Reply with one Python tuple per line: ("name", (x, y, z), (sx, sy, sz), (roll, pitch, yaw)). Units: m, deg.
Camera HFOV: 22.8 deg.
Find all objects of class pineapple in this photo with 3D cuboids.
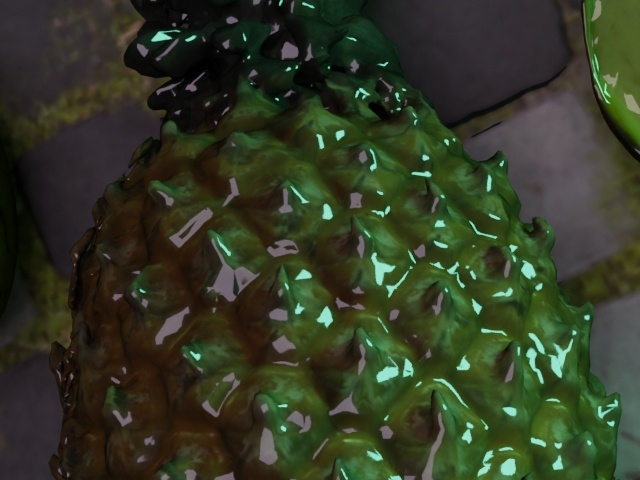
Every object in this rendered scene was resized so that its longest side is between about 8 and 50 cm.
("pineapple", (0.000, 0.000, 0.579), (0.202, 0.202, 0.362), (-10, 69, 13))

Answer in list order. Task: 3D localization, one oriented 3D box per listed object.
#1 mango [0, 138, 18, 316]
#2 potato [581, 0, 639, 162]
("mango", (-0.190, -0.023, 0.658), (0.119, 0.100, 0.178), (-25, 70, 15))
("potato", (0.221, -0.114, 0.551), (0.271, 0.111, 0.160), (-43, 74, 19))
